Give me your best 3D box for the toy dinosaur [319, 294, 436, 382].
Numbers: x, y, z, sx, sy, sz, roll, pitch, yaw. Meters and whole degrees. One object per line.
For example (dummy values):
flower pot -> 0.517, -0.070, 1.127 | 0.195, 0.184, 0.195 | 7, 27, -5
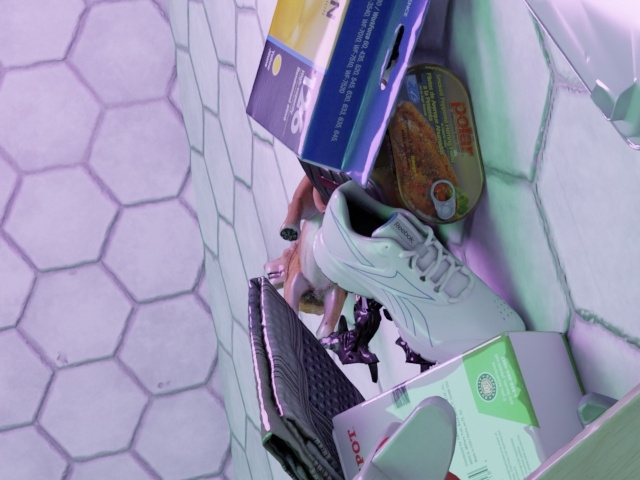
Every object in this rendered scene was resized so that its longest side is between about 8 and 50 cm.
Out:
toy dinosaur -> 0.098, 0.062, 1.798 | 0.322, 0.164, 0.218 | -83, 6, -68

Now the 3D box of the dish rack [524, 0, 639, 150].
dish rack -> 0.243, -0.256, 1.176 | 0.286, 0.072, 0.333 | 96, 156, -46

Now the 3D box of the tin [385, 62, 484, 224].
tin -> 0.132, -0.113, 1.610 | 0.040, 0.106, 0.190 | -178, 78, -82

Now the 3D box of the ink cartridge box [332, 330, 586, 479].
ink cartridge box -> 0.162, 0.239, 1.493 | 0.273, 0.114, 0.198 | -32, 66, 39

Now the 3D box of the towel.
towel -> 0.014, 0.229, 1.671 | 0.312, 0.056, 0.324 | 55, -166, -31

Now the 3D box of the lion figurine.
lion figurine -> 0.000, 0.000, 2.087 | 0.392, 0.142, 0.240 | 109, 175, -49

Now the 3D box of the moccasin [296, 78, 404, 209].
moccasin -> 0.061, -0.125, 1.816 | 0.139, 0.147, 0.380 | 63, 166, -20

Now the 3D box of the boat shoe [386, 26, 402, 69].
boat shoe -> 0.070, -0.255, 1.788 | 0.228, 0.080, 0.076 | 148, 102, -74

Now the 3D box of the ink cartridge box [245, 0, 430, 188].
ink cartridge box -> 0.019, -0.252, 1.661 | 0.307, 0.072, 0.304 | 43, 117, 63

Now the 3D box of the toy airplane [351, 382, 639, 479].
toy airplane -> 0.187, 0.310, 1.255 | 0.386, 0.272, 0.385 | -3, 89, 32

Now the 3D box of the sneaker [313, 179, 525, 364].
sneaker -> 0.110, 0.041, 1.595 | 0.297, 0.111, 0.129 | 32, 148, 21
